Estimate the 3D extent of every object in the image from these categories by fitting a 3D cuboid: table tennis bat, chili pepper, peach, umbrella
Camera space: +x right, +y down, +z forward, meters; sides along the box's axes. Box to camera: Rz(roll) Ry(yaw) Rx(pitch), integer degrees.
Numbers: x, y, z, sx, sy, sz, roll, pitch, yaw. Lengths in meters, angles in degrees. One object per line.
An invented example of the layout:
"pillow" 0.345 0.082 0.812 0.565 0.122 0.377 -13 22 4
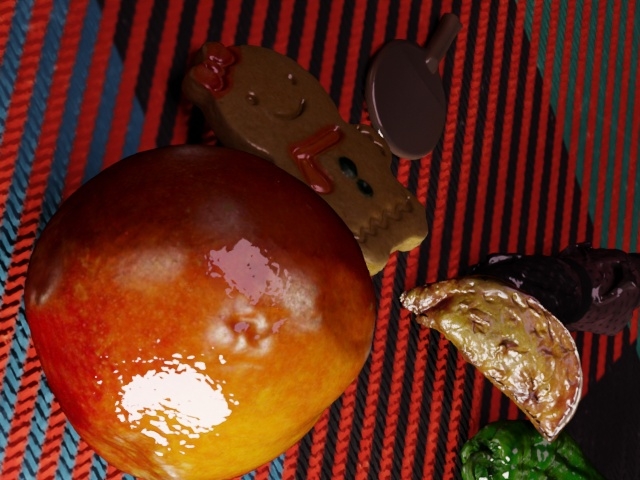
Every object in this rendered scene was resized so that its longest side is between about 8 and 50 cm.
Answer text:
"table tennis bat" 0.127 -0.154 1.365 0.107 0.119 0.170 52 50 -29
"chili pepper" 0.208 0.221 1.419 0.257 0.074 0.100 26 72 -42
"peach" -0.088 0.050 1.024 0.243 0.199 0.243 -10 115 -21
"umbrella" 0.245 0.050 1.486 0.326 0.094 0.090 -3 41 -47

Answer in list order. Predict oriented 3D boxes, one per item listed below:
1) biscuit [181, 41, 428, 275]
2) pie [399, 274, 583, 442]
"biscuit" -0.009 -0.073 1.188 0.225 0.036 0.166 51 39 8
"pie" 0.165 0.088 1.340 0.191 0.088 0.033 42 8 -4
